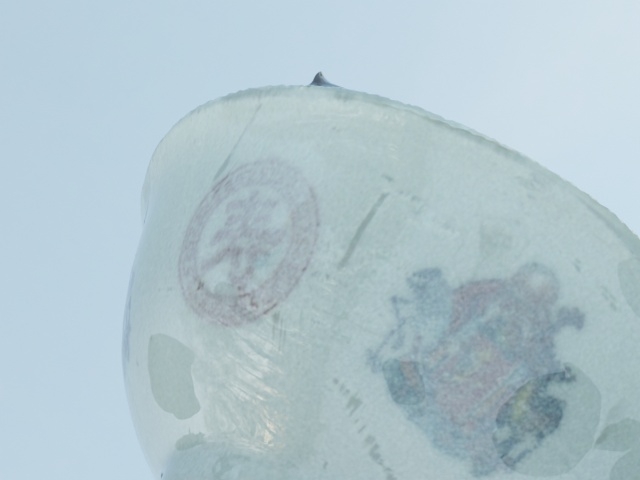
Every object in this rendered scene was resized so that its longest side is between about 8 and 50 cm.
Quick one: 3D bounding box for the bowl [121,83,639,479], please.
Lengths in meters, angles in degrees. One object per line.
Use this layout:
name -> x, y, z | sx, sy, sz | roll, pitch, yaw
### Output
bowl -> 0.025, 0.132, 1.035 | 0.196, 0.435, 0.435 | -53, -39, -31

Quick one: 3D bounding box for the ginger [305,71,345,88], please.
ginger -> -0.003, 0.002, 1.547 | 0.223, 0.200, 0.269 | 43, -142, -29
